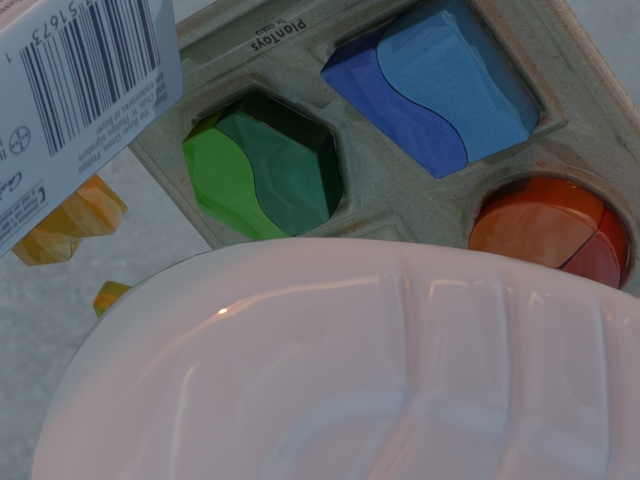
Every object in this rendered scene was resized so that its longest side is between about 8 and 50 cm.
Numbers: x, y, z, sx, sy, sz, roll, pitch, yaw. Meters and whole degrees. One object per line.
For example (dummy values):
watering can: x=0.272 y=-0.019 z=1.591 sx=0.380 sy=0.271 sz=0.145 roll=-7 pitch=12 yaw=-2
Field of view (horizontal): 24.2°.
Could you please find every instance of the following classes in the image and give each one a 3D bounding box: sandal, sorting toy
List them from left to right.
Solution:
sorting toy: x=0.000 y=0.000 z=0.639 sx=0.229 sy=0.307 sz=0.041 roll=49 pitch=41 yaw=-23
sandal: x=0.121 y=0.135 z=0.364 sx=0.102 sy=0.416 sz=0.169 roll=133 pitch=-20 yaw=-75

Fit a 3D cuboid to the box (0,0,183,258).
box: x=-0.135 y=-0.056 z=0.451 sx=0.126 sy=0.137 sz=0.072 roll=-47 pitch=146 yaw=-34
